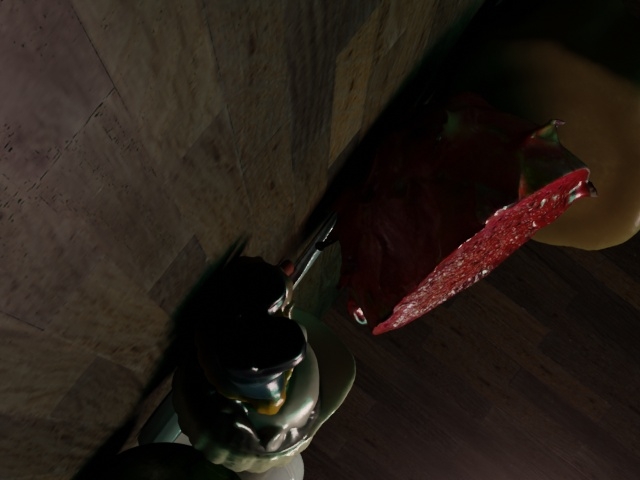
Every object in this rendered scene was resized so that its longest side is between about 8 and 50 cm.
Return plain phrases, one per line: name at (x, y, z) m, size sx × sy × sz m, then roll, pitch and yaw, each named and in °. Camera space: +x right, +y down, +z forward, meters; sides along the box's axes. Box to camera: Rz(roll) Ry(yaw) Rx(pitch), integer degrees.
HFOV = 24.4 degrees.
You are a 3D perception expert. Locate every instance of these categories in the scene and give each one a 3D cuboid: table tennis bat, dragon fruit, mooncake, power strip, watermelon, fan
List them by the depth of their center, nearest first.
watermelon at (-0.182, 0.353, 1.707) m, size 0.242 × 0.242 × 0.242 m, roll -52°, pitch 176°, yaw -6°
table tennis bat at (-0.086, 0.080, 1.926) m, size 0.154 × 0.019 × 0.098 m, roll -47°, pitch 174°, yaw -32°
power strip at (-0.165, 0.206, 1.947) m, size 0.137 × 0.044 × 0.216 m, roll -54°, pitch 175°, yaw 13°
dragon fruit at (0.160, -0.057, 1.972) m, size 0.371 × 0.249 × 0.386 m, roll -35°, pitch 167°, yaw -13°
mooncake at (0.358, -0.184, 2.117) m, size 0.201 × 0.378 × 0.378 m, roll -45°, pitch 172°, yaw -40°
fan at (0.000, 0.000, 2.158) m, size 0.282 × 0.023 × 0.057 m, roll -54°, pitch 180°, yaw 7°

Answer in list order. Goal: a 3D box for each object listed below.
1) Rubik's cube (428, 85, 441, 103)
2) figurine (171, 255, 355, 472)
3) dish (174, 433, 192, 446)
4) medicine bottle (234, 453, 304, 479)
Rubik's cube at (0.221, -0.204, 2.327) m, size 0.092 × 0.092 × 0.092 m, roll -48°, pitch 173°, yaw -45°
figurine at (-0.086, 0.139, 1.596) m, size 0.204 × 0.185 × 0.332 m, roll -21°, pitch 159°, yaw 8°
dish at (-0.226, 0.335, 2.116) m, size 0.246 × 0.078 × 0.224 m, roll -48°, pitch 175°, yaw -41°
medicine bottle at (-0.116, 0.376, 2.142) m, size 0.144 × 0.144 × 0.252 m, roll -54°, pitch 175°, yaw 25°
